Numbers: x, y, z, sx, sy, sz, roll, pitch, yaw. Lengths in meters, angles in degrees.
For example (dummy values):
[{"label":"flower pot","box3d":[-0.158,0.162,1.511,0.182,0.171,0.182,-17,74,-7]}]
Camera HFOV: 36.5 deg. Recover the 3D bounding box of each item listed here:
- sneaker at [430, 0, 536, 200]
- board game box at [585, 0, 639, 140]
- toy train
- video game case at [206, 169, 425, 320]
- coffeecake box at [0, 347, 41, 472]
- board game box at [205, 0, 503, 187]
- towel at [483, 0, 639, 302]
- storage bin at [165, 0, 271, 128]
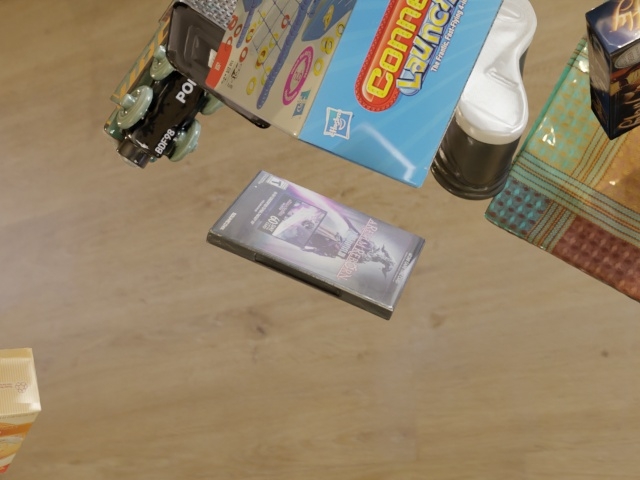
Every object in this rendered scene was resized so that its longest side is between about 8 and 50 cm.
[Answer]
[{"label":"sneaker","box3d":[0.174,-0.169,1.094,0.105,0.147,0.295,11,49,-1]},{"label":"board game box","box3d":[0.309,-0.171,0.817,0.165,0.243,0.042,-29,74,11]},{"label":"toy train","box3d":[-0.221,-0.266,1.521,0.334,0.142,0.190,-57,31,-1]},{"label":"video game case","box3d":[0.000,0.000,1.387,0.274,0.196,0.026,22,125,7]},{"label":"coffeecake box","box3d":[-0.367,0.176,0.947,0.185,0.142,0.068,-49,50,50]},{"label":"board game box","box3d":[0.039,-0.217,0.681,0.301,0.086,0.308,-67,21,7]},{"label":"towel","box3d":[0.377,-0.129,1.079,0.271,0.040,0.370,32,95,33]},{"label":"storage bin","box3d":[-0.106,-0.249,1.275,0.180,0.122,0.084,35,55,8]}]
